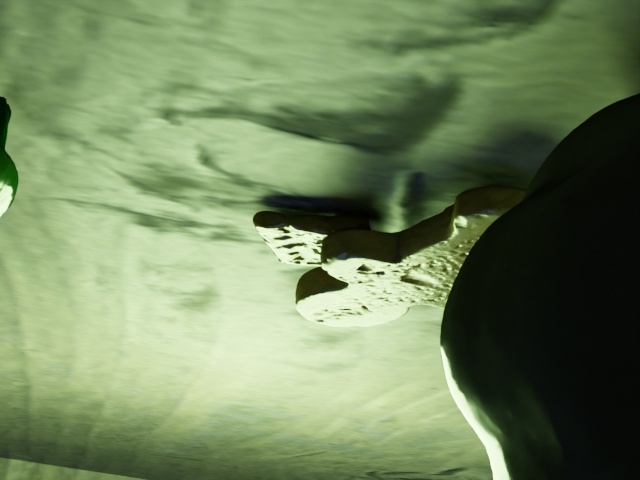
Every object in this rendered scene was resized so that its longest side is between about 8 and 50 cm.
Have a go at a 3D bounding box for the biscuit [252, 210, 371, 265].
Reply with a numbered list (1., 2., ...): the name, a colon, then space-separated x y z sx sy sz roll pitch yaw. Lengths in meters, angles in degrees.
1. biscuit: 0.000 0.000 0.848 0.081 0.018 0.083 3 160 14

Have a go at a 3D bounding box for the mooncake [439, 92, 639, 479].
1. mooncake: 0.187 0.058 0.580 0.275 0.275 0.135 15 163 -21

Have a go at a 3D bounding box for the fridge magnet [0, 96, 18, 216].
1. fridge magnet: -0.272 -0.055 0.679 0.208 0.088 0.208 6 162 2

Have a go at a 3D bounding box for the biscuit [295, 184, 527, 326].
1. biscuit: 0.072 0.015 0.809 0.153 0.030 0.234 18 152 -35
